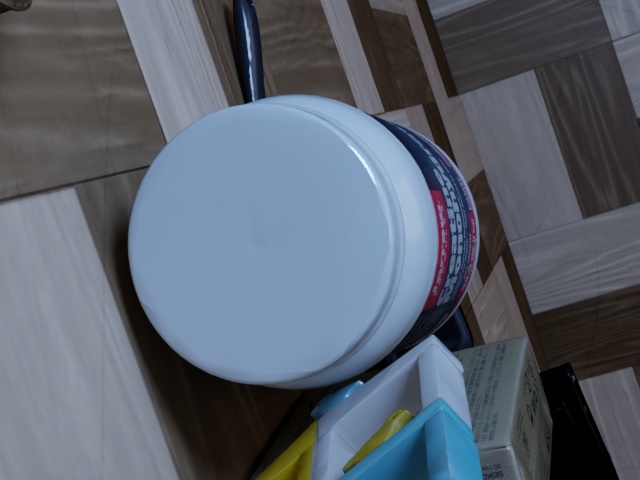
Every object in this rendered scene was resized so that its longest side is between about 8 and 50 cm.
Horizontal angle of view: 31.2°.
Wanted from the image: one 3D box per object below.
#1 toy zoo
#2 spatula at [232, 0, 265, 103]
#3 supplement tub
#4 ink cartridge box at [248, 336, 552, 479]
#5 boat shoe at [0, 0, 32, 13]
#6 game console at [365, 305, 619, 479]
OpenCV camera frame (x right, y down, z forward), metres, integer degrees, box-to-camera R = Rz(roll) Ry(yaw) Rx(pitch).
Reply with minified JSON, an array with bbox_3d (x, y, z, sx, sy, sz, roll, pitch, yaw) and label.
[{"bbox_3d":[0.003,0.155,0.611,0.030,0.192,0.293,45,13,-10],"label":"toy zoo"},{"bbox_3d":[-0.044,-0.094,1.047,0.084,0.030,0.296,11,62,-69],"label":"spatula"},{"bbox_3d":[0.000,0.000,0.802,0.272,0.191,0.191,-5,77,-74],"label":"supplement tub"},{"bbox_3d":[0.066,0.161,0.841,0.235,0.193,0.088,-45,118,-71],"label":"ink cartridge box"},{"bbox_3d":[-0.170,-0.265,0.601,0.122,0.120,0.324,26,55,-69],"label":"boat shoe"},{"bbox_3d":[0.101,0.101,0.999,0.361,0.213,0.044,67,16,-1],"label":"game console"}]
